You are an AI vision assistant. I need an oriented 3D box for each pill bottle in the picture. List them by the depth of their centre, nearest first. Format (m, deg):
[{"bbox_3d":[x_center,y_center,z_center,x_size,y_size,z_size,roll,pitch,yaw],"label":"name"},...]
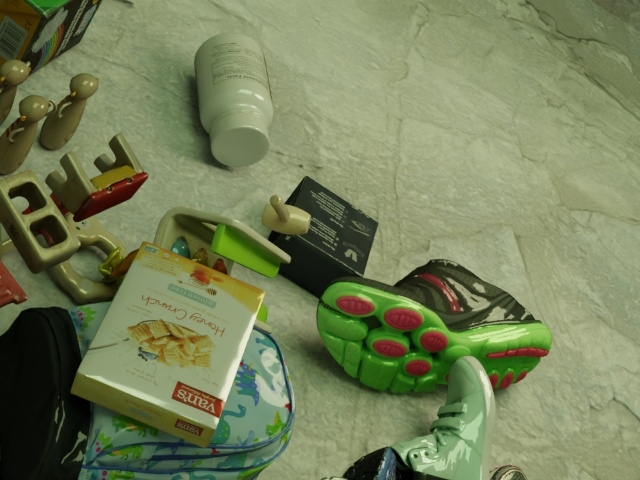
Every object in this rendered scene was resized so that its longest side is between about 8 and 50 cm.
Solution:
[{"bbox_3d":[-0.151,-0.247,2.020,0.131,0.131,0.229,15,45,-28],"label":"pill bottle"}]

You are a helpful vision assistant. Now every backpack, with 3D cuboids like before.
[{"bbox_3d":[-0.207,0.218,1.465,0.356,0.273,0.290,26,32,-36],"label":"backpack"}]

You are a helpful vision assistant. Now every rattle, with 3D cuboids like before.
[{"bbox_3d":[-0.335,-0.018,1.651,0.130,0.142,0.199,-14,68,-25],"label":"rattle"}]

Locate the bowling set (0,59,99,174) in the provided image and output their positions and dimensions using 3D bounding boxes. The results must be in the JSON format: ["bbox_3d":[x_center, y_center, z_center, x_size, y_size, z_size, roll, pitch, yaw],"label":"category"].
[{"bbox_3d":[-0.489,-0.201,1.680,0.200,0.154,0.287,41,38,0],"label":"bowling set"}]

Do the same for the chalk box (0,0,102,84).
[{"bbox_3d":[-0.473,-0.413,1.880,0.179,0.180,0.289,39,37,-3],"label":"chalk box"}]

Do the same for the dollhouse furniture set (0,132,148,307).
[{"bbox_3d":[-0.394,0.024,1.464,0.374,0.201,0.152,-29,83,-43],"label":"dollhouse furniture set"}]

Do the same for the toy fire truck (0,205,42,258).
[{"bbox_3d":[-0.462,-0.020,1.582,0.192,0.047,0.135,-48,133,-25],"label":"toy fire truck"}]

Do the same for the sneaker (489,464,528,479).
[{"bbox_3d":[0.301,0.467,1.722,0.121,0.112,0.299,25,40,-18],"label":"sneaker"}]

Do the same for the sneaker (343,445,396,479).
[{"bbox_3d":[0.078,0.392,1.651,0.087,0.083,0.221,47,34,-24],"label":"sneaker"}]

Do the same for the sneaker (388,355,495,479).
[{"bbox_3d":[0.184,0.291,1.765,0.151,0.094,0.255,13,65,-20],"label":"sneaker"}]

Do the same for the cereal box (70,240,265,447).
[{"bbox_3d":[-0.178,0.120,1.380,0.173,0.047,0.240,23,40,-5],"label":"cereal box"}]

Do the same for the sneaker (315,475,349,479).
[{"bbox_3d":[-0.027,0.391,1.559,0.209,0.081,0.094,-13,63,-33],"label":"sneaker"}]

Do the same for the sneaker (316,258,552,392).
[{"bbox_3d":[0.172,0.135,1.915,0.483,0.185,0.202,14,33,-39],"label":"sneaker"}]

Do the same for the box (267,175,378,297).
[{"bbox_3d":[0.000,0.000,1.937,0.156,0.093,0.158,33,38,-10],"label":"box"}]

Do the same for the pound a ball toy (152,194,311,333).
[{"bbox_3d":[-0.134,0.012,1.665,0.136,0.208,0.319,12,-8,16],"label":"pound a ball toy"}]
